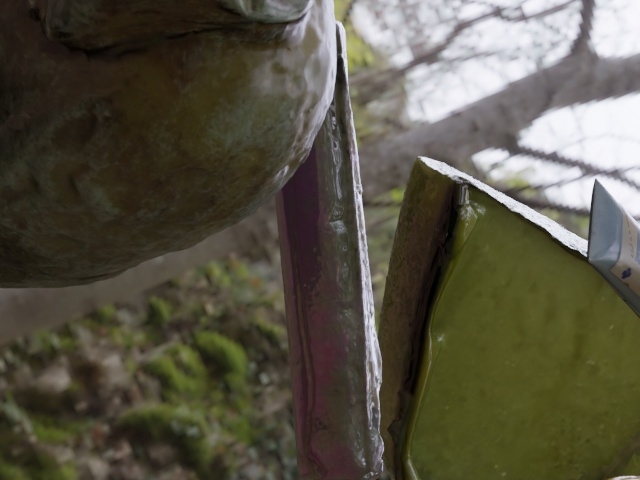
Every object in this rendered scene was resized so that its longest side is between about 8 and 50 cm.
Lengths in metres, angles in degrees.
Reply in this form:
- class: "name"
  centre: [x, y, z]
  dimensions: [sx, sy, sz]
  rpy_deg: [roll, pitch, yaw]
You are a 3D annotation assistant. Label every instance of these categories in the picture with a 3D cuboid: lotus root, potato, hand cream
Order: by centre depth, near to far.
- class: "lotus root"
  centre: [-0.118, -0.064, 0.829]
  dimensions: [0.350, 0.175, 0.175]
  rpy_deg: [-21, -88, 46]
- class: "hand cream"
  centre: [0.224, 0.024, 1.193]
  dimensions: [0.043, 0.171, 0.065]
  rpy_deg: [-12, -124, 32]
- class: "potato"
  centre: [0.154, 0.108, 1.551]
  dimensions: [0.280, 0.330, 0.213]
  rpy_deg: [-63, -157, 4]

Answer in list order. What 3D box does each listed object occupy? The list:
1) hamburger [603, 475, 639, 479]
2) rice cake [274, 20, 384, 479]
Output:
- class: "hamburger"
  centre: [0.269, 0.250, 1.046]
  dimensions: [0.261, 0.186, 0.302]
  rpy_deg: [-14, -75, 50]
- class: "rice cake"
  centre: [0.001, 0.000, 0.889]
  dimensions: [0.055, 0.049, 0.269]
  rpy_deg: [140, -54, -77]
